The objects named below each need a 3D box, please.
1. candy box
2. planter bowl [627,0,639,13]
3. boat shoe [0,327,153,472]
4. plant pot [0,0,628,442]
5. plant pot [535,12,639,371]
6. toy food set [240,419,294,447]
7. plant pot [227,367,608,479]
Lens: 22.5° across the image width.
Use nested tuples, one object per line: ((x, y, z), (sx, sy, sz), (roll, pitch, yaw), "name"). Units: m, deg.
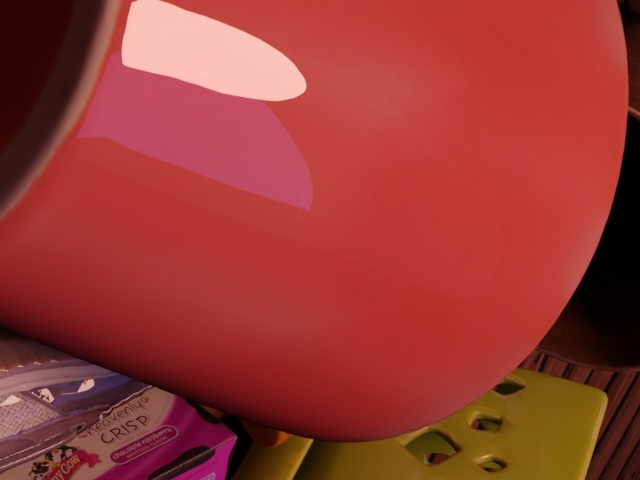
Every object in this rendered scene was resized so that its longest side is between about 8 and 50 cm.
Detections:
((-0.148, 0.211, 0.974), (0.159, 0.071, 0.233), (-24, 140, -42), "candy box")
((0.281, -0.215, 1.061), (0.162, 0.162, 0.109), (-24, 115, -41), "planter bowl")
((-0.160, 0.064, 0.768), (0.285, 0.103, 0.092), (-20, 144, -39), "boat shoe")
((-0.056, -0.066, 0.627), (0.243, 0.275, 0.275), (13, 112, -48), "plant pot")
((0.218, -0.064, 1.095), (0.230, 0.215, 0.215), (-45, 154, -42), "plant pot")
((0.000, 0.000, 0.910), (0.104, 0.111, 0.232), (-27, 140, -38), "toy food set")
((0.044, 0.207, 1.067), (0.228, 0.207, 0.227), (-59, 167, -51), "plant pot")
